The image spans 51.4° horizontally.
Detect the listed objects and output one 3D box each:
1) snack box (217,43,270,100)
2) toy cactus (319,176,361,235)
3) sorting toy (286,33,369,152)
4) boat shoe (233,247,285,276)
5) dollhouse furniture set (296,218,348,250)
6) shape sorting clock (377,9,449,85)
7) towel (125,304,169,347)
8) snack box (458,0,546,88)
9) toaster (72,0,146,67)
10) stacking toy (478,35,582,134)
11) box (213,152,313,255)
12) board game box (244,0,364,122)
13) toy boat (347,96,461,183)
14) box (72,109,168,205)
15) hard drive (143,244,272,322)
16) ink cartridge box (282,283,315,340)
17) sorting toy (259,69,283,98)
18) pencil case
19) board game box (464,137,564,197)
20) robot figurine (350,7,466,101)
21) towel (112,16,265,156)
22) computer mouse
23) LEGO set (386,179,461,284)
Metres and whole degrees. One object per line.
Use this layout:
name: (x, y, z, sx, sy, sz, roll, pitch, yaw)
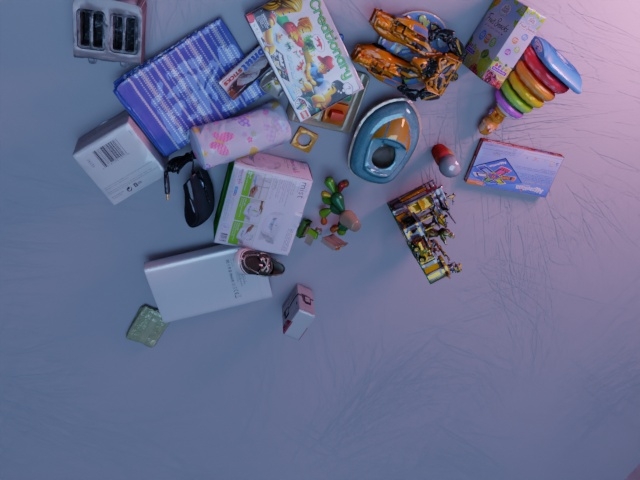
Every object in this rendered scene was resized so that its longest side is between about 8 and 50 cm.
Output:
snack box: (-0.185, -0.451, 1.743, 0.178, 0.022, 0.064, -43, 124, -2)
toy cactus: (0.067, -0.084, 1.959, 0.112, 0.180, 0.219, -19, 130, -22)
sorting toy: (0.020, -0.389, 1.831, 0.196, 0.047, 0.347, 11, 119, -16)
boat shoe: (-0.175, 0.067, 1.945, 0.070, 0.219, 0.077, 1, 83, 25)
dollhouse furniture set: (0.000, 0.000, 2.016, 0.152, 0.076, 0.058, 34, 114, 20)
shape sorting clock: (0.251, -0.516, 1.797, 0.206, 0.040, 0.206, -4, 122, -7)
towel: (-0.557, 0.279, 2.154, 0.110, 0.027, 0.148, 26, 114, -22)
snack box: (0.470, -0.528, 1.749, 0.070, 0.174, 0.207, 21, 115, -25)
toaster: (-0.510, -0.523, 1.619, 0.168, 0.110, 0.185, 4, 120, -13)
stacking toy: (0.558, -0.408, 1.873, 0.166, 0.175, 0.302, 31, 126, -25)
box: (-0.170, -0.109, 1.923, 0.231, 0.126, 0.261, 10, 119, -16)
board game box: (-0.039, -0.485, 1.718, 0.193, 0.053, 0.305, -29, 111, 1)
toy boat: (0.247, -0.262, 1.890, 0.318, 0.148, 0.267, 13, 118, -17)
box: (-0.534, -0.226, 1.792, 0.181, 0.119, 0.182, -29, 122, 8)
hard drive: (-0.342, 0.125, 2.064, 0.353, 0.047, 0.233, -13, 129, -6)
ink cartridge box: (-0.072, 0.228, 2.135, 0.063, 0.150, 0.109, 25, 114, -18)
sorting toy: (-0.115, -0.421, 1.794, 0.083, 0.045, 0.075, -34, 130, 8)
pencil case: (-0.214, -0.284, 1.780, 0.273, 0.113, 0.124, -22, 92, -15)
board game box: (0.596, -0.221, 2.047, 0.281, 0.027, 0.145, 9, 118, -15)
robot figurine: (0.239, -0.478, 1.745, 0.291, 0.085, 0.211, 20, 120, -16)
towel: (-0.338, -0.395, 1.742, 0.336, 0.040, 0.243, -33, 123, 0)
computer mouse: (-0.357, -0.129, 1.851, 0.060, 0.184, 0.262, 21, 124, 23)
LEGO set: (0.343, -0.039, 1.967, 0.192, 0.331, 0.255, -27, 101, 5)
